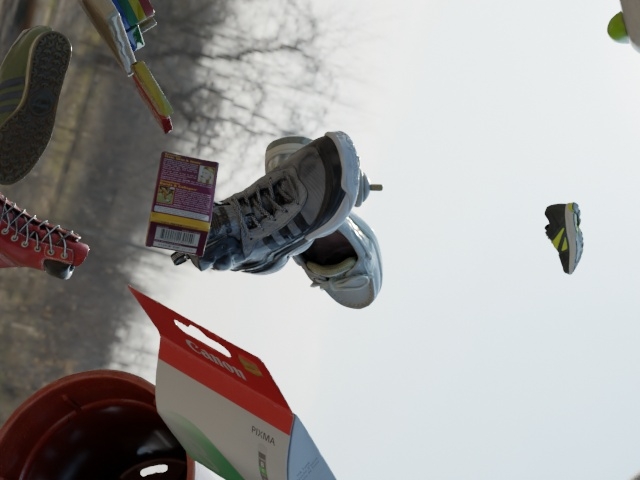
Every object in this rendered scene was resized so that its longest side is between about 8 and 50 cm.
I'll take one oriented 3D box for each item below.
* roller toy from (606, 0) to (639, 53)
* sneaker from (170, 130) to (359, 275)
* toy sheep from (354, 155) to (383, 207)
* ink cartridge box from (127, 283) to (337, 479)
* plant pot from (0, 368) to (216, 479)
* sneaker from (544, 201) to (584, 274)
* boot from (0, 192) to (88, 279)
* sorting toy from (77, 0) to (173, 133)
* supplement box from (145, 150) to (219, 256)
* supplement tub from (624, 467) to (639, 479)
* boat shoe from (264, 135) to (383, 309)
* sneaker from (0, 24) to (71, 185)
[{"bbox_3d":[0.439,-0.305,1.258,0.191,0.209,0.146,92,-13,-82],"label":"roller toy"},{"bbox_3d":[-0.072,-0.032,1.264,0.268,0.153,0.101,-43,-118,46],"label":"sneaker"},{"bbox_3d":[0.033,-0.088,1.737,0.091,0.132,0.091,-1,90,-90],"label":"toy sheep"},{"bbox_3d":[-0.085,0.154,0.967,0.056,0.181,0.225,-49,138,-21],"label":"ink cartridge box"},{"bbox_3d":[-0.248,0.337,1.402,0.265,0.272,0.273,64,34,-61],"label":"plant pot"},{"bbox_3d":[0.244,-0.004,1.108,0.031,0.035,0.083,-46,136,-48],"label":"sneaker"},{"bbox_3d":[-0.393,-0.028,1.425,0.244,0.176,0.088,91,11,-63],"label":"boot"},{"bbox_3d":[-0.178,-0.213,0.906,0.046,0.275,0.132,-32,171,-8],"label":"sorting toy"},{"bbox_3d":[-0.125,-0.033,0.992,0.043,0.054,0.083,110,-12,-49],"label":"supplement box"},{"bbox_3d":[0.338,0.367,1.108,0.316,0.228,0.228,-35,-174,-10],"label":"supplement tub"},{"bbox_3d":[0.002,-0.001,1.502,0.320,0.118,0.103,66,26,-45],"label":"boat shoe"},{"bbox_3d":[-0.355,-0.166,1.308,0.086,0.064,0.192,35,-74,50],"label":"sneaker"}]
